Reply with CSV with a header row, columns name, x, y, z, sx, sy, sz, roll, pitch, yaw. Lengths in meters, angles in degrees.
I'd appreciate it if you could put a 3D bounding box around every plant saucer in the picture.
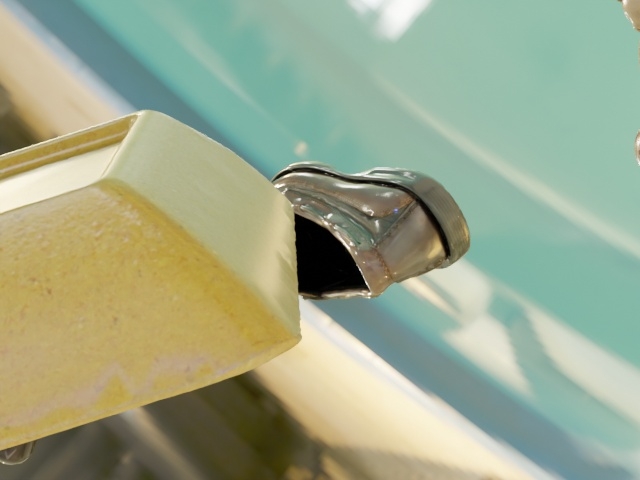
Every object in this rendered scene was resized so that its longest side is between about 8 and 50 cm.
name,x,y,z,sx,sy,sz,roll,pitch,yaw
plant saucer,-0.180,0.025,0.818,0.333,0.333,0.081,-99,-10,-79

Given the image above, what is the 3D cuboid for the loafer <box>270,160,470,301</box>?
name,x,y,z,sx,sy,sz,roll,pitch,yaw
loafer,0.000,0.000,1.298,0.096,0.084,0.267,59,155,-13

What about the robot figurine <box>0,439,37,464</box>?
name,x,y,z,sx,sy,sz,roll,pitch,yaw
robot figurine,-0.332,0.089,1.436,0.209,0.278,0.173,7,-153,-37

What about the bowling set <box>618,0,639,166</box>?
name,x,y,z,sx,sy,sz,roll,pitch,yaw
bowling set,0.300,-0.146,1.332,0.287,0.200,0.154,19,157,26
